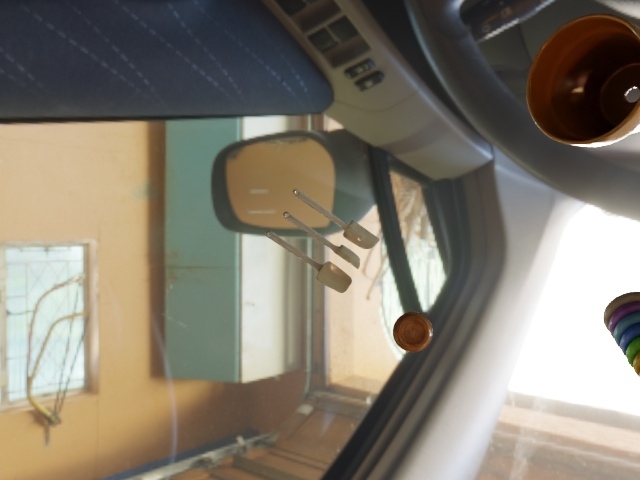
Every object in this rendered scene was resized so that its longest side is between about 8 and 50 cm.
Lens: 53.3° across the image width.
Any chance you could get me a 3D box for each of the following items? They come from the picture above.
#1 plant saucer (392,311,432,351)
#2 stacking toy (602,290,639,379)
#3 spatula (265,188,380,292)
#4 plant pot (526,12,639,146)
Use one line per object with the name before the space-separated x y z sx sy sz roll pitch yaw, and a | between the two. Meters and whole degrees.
plant saucer | 0.191 0.190 1.321 0.083 0.083 0.013 0 176 -2
stacking toy | 0.749 0.258 1.428 0.141 0.141 0.330 1 -150 6
spatula | 0.000 0.000 1.529 0.242 0.168 0.019 33 -175 -8
plant pot | 0.487 -0.255 1.070 0.188 0.205 0.205 0 -178 -41
